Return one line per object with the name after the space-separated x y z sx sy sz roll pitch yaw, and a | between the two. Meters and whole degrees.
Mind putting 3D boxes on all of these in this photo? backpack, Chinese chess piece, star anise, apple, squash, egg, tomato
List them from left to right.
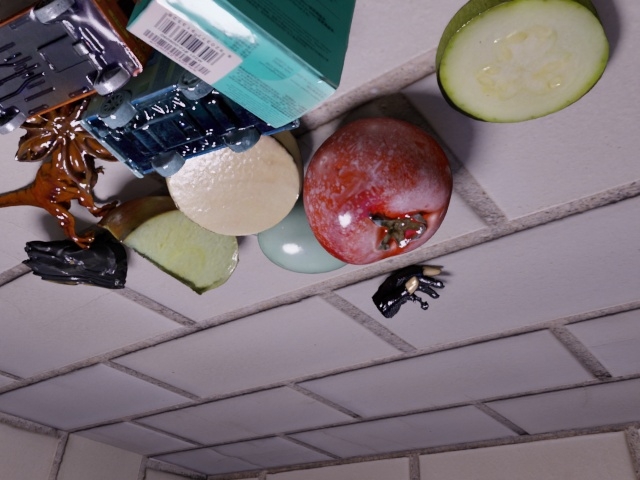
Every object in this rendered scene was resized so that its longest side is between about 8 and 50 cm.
-0.455 -0.192 1.058 0.214 0.099 0.220 -16 121 17 | star anise
-0.574 0.048 1.369 0.206 0.133 0.258 0 176 13 | backpack
-0.324 -0.001 1.254 0.254 0.179 0.346 -17 152 15 | apple
-0.156 -0.127 1.074 0.250 0.097 0.251 -3 128 -4 | Chinese chess piece
-0.015 -0.015 1.207 0.230 0.168 0.168 -7 148 -15 | egg
0.096 -0.094 1.037 0.270 0.227 0.270 -19 148 -12 | tomato
0.305 -0.279 0.905 0.251 0.049 0.252 3 148 2 | squash

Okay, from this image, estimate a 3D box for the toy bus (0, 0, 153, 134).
-0.409 -0.281 0.872 0.329 0.153 0.143 -13 133 25 | toy bus

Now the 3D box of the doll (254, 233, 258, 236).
-0.161 -0.071 1.236 0.103 0.072 0.214 -6 145 33 | doll

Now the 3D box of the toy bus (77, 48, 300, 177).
-0.187 -0.231 0.894 0.312 0.190 0.152 -13 142 23 | toy bus

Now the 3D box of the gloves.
0.221 0.115 1.468 0.180 0.106 0.129 -40 134 9 | gloves

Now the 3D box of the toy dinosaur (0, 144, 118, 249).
-0.557 -0.078 1.245 0.432 0.097 0.208 -28 120 33 | toy dinosaur

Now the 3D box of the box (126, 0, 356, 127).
-0.063 -0.312 0.657 0.205 0.312 0.118 30 148 -34 | box
